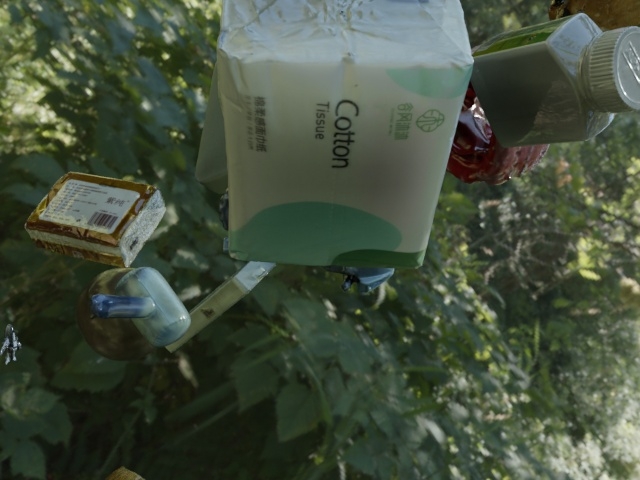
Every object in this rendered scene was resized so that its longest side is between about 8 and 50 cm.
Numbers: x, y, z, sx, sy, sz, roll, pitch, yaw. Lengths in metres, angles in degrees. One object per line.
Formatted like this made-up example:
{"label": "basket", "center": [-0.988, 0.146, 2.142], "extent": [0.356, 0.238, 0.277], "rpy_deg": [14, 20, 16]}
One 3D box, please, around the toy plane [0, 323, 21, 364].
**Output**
{"label": "toy plane", "center": [-0.661, 0.220, 1.560], "extent": [0.078, 0.031, 0.083], "rpy_deg": [-33, 130, -79]}

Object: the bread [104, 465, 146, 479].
{"label": "bread", "center": [-0.379, 0.588, 1.618], "extent": [0.236, 0.070, 0.236], "rpy_deg": [29, -28, 17]}

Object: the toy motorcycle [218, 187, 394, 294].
{"label": "toy motorcycle", "center": [0.000, 0.000, 1.477], "extent": [0.172, 0.416, 0.232], "rpy_deg": [-104, -160, -60]}

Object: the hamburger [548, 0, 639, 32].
{"label": "hamburger", "center": [0.471, -0.381, 1.171], "extent": [0.231, 0.231, 0.106], "rpy_deg": [51, 23, -45]}

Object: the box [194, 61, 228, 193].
{"label": "box", "center": [-0.116, -0.306, 1.605], "extent": [0.090, 0.373, 0.367], "rpy_deg": [27, 61, -39]}

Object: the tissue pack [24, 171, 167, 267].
{"label": "tissue pack", "center": [-0.457, -0.050, 1.495], "extent": [0.092, 0.226, 0.183], "rpy_deg": [81, 26, -43]}

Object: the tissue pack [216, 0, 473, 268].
{"label": "tissue pack", "center": [0.015, -0.129, 0.889], "extent": [0.356, 0.266, 0.193], "rpy_deg": [94, -3, -52]}

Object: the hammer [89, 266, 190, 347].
{"label": "hammer", "center": [-0.246, 0.086, 0.953], "extent": [0.116, 0.069, 0.194], "rpy_deg": [52, 7, 13]}

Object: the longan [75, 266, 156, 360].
{"label": "longan", "center": [-0.505, 0.186, 1.884], "extent": [0.258, 0.258, 0.258], "rpy_deg": [55, 4, -6]}

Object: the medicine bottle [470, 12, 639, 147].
{"label": "medicine bottle", "center": [0.276, -0.182, 0.837], "extent": [0.188, 0.088, 0.132], "rpy_deg": [4, -52, 55]}

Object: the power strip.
{"label": "power strip", "center": [-0.216, 0.130, 1.463], "extent": [0.043, 0.367, 0.106], "rpy_deg": [48, 44, -4]}

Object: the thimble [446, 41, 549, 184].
{"label": "thimble", "center": [0.238, -0.184, 1.044], "extent": [0.163, 0.125, 0.189], "rpy_deg": [16, -57, 50]}
